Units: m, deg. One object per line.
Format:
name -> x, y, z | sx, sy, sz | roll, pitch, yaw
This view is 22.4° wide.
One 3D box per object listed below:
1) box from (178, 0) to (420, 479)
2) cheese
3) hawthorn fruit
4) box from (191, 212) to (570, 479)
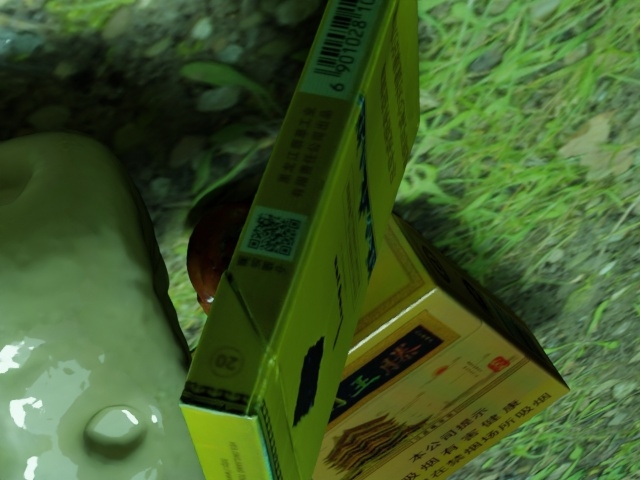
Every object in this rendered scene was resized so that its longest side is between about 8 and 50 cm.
box -> 0.000, -0.001, 0.811 | 0.041, 0.279, 0.153 | 12, 149, 12
cheese -> -0.123, 0.055, 0.812 | 0.117, 0.218, 0.235 | -21, 171, -3
hawthorn fruit -> -0.032, 0.012, 0.952 | 0.093, 0.093, 0.093 | -22, 149, -14
box -> 0.050, 0.096, 1.148 | 0.174, 0.076, 0.274 | -38, 149, 10
